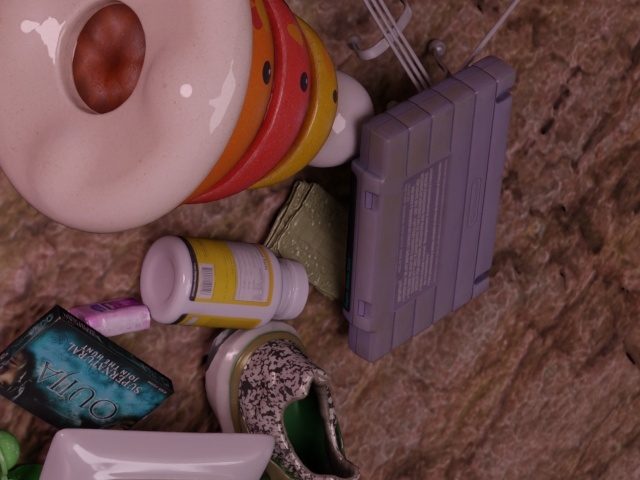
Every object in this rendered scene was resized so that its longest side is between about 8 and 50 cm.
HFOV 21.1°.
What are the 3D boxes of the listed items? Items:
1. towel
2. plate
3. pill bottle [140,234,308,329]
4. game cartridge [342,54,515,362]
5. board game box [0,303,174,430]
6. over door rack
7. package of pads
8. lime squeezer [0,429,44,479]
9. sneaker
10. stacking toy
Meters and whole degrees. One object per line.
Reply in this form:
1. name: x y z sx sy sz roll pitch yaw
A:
1. towel: 0.000 0.000 2.114 0.148 0.027 0.110 35 83 -36
2. plate: -0.209 0.338 1.997 0.277 0.045 0.278 5 123 -30
3. pill bottle: -0.109 0.051 2.006 0.184 0.103 0.103 6 101 -36
4. game cartridge: 0.128 -0.034 2.098 0.230 0.068 0.355 -26 138 -30
5. board game box: -0.273 0.160 1.941 0.126 0.026 0.186 -40 128 16
6. over door rack: 0.147 -0.330 2.055 0.324 0.108 0.239 -44 126 -12
7. package of pads: -0.241 0.089 1.960 0.083 0.050 0.032 -10 111 -32
8. lime squeezer: -0.325 0.236 1.931 0.110 0.059 0.310 -39 127 15
9. sneaker: -0.023 0.293 2.096 0.158 0.182 0.410 -28 120 -25
10. stacking toy: -0.098 -0.170 1.871 0.480 0.351 0.350 6 102 -55
